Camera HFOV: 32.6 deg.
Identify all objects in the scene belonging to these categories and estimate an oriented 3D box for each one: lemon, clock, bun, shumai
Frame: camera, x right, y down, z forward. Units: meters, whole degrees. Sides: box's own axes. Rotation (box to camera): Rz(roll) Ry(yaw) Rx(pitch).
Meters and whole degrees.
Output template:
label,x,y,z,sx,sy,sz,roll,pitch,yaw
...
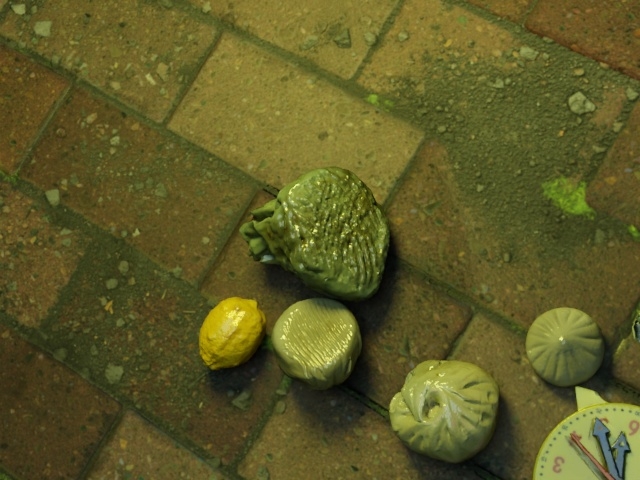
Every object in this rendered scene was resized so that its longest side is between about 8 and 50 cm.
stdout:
label,x,y,z,sx,sy,sz,roll,pitch,yaw
lemon,-0.166,0.175,2.039,0.114,0.114,0.155,35,92,21
clock,0.492,0.403,1.812,0.277,0.071,0.294,10,80,18
bun,-0.003,0.196,1.986,0.166,0.113,0.173,-6,51,10
bun,0.419,0.181,1.880,0.138,0.094,0.138,-3,79,15
shumai,0.000,0.000,2.033,0.260,0.222,0.225,45,62,-8
bun,0.209,0.288,1.895,0.193,0.128,0.179,16,82,21

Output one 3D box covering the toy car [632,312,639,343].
label,x,y,z,sx,sy,sz,roll,pitch,yaw
toy car,0.621,0.114,1.857,0.205,0.056,0.095,-44,69,-2
